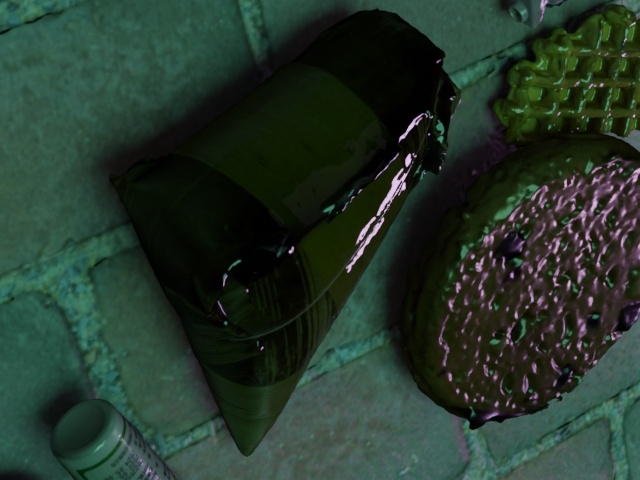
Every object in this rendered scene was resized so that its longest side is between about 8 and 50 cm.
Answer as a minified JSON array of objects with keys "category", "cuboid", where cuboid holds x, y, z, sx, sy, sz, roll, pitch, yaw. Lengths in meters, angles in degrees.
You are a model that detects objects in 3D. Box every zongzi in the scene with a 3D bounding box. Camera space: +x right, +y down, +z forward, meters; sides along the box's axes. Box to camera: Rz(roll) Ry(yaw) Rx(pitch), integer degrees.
[{"category":"zongzi","cuboid":[0.000,0.000,1.430,0.289,0.154,0.317,-37,144,-19]}]

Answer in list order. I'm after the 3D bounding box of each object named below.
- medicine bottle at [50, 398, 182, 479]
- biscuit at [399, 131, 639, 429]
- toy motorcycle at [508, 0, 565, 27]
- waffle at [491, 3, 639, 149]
[{"category":"medicine bottle","cuboid":[-0.139,0.205,1.435,0.061,0.092,0.220,-22,130,15]},{"category":"biscuit","cuboid":[0.191,0.032,1.575,0.296,0.075,0.296,-20,129,-27]},{"category":"toy motorcycle","cuboid":[0.149,-0.257,1.417,0.204,0.108,0.239,-39,129,-23]},{"category":"waffle","cuboid":[0.242,-0.128,1.571,0.192,0.046,0.160,-36,127,-13]}]
